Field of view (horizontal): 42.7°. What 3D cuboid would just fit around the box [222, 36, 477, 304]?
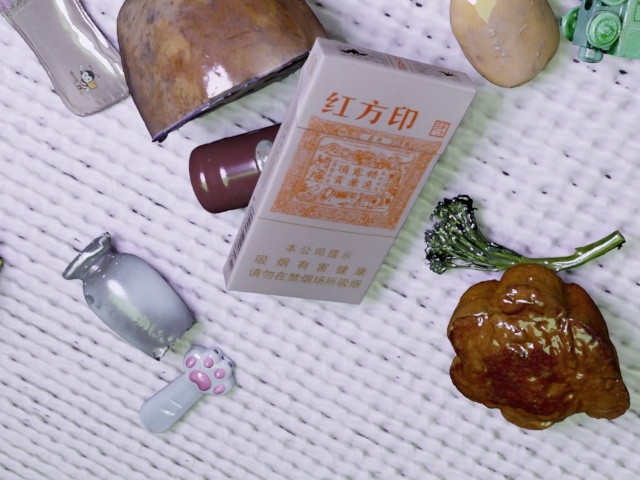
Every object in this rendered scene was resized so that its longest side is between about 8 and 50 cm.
[{"bbox_3d":[0.025,-0.068,1.033,0.204,0.051,0.365,8,128,-23],"label":"box"}]

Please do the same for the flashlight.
[{"bbox_3d":[-0.222,0.247,1.324,0.200,0.047,0.093,-41,98,22],"label":"flashlight"}]

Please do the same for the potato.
[{"bbox_3d":[0.221,-0.268,0.997,0.109,0.118,0.178,-3,130,51],"label":"potato"}]

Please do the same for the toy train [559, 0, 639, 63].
[{"bbox_3d":[0.363,-0.330,0.952,0.119,0.085,0.251,4,108,-16],"label":"toy train"}]

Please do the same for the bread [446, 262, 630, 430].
[{"bbox_3d":[0.280,0.147,1.104,0.232,0.135,0.247,-21,119,31],"label":"bread"}]

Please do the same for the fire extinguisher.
[{"bbox_3d":[-0.011,-0.128,1.091,0.344,0.102,0.138,-13,149,18],"label":"fire extinguisher"}]

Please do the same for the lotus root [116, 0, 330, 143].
[{"bbox_3d":[-0.131,-0.251,1.014,0.272,0.272,0.192,-24,92,20],"label":"lotus root"}]

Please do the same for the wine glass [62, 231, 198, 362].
[{"bbox_3d":[-0.289,0.086,1.243,0.204,0.111,0.111,45,113,-4],"label":"wine glass"}]

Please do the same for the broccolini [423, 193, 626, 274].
[{"bbox_3d":[0.268,-0.015,1.106,0.271,0.062,0.123,-3,125,20],"label":"broccolini"}]

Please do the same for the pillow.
[{"bbox_3d":[-0.366,-0.288,1.159,0.130,0.038,0.233,-24,106,23],"label":"pillow"}]

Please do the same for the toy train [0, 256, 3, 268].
[{"bbox_3d":[-0.616,0.083,1.281,0.134,0.177,0.261,38,114,-4],"label":"toy train"}]
